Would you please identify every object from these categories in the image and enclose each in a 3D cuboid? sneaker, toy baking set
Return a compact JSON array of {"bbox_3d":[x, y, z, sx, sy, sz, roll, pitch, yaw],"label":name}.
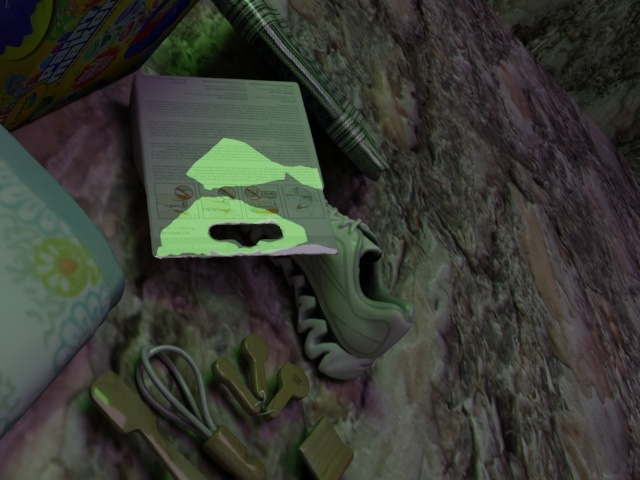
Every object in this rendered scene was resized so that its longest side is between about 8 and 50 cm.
[{"bbox_3d":[0.000,0.000,0.774,0.110,0.118,0.292,-10,65,-54],"label":"sneaker"},{"bbox_3d":[-0.070,0.172,0.592,0.256,0.030,0.196,6,51,-51],"label":"toy baking set"}]

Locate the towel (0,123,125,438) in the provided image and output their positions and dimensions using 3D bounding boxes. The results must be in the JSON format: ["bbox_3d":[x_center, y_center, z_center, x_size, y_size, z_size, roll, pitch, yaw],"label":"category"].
[{"bbox_3d":[-0.319,-0.012,0.387,0.374,0.090,0.320,48,34,-12],"label":"towel"}]

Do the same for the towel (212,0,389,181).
[{"bbox_3d":[-0.013,-0.220,0.944,0.312,0.056,0.324,48,9,-6],"label":"towel"}]

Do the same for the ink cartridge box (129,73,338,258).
[{"bbox_3d":[-0.092,-0.068,0.715,0.181,0.056,0.224,-1,60,-20],"label":"ink cartridge box"}]

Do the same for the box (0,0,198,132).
[{"bbox_3d":[-0.204,-0.273,0.613,0.177,0.290,0.279,48,32,-9],"label":"box"}]
